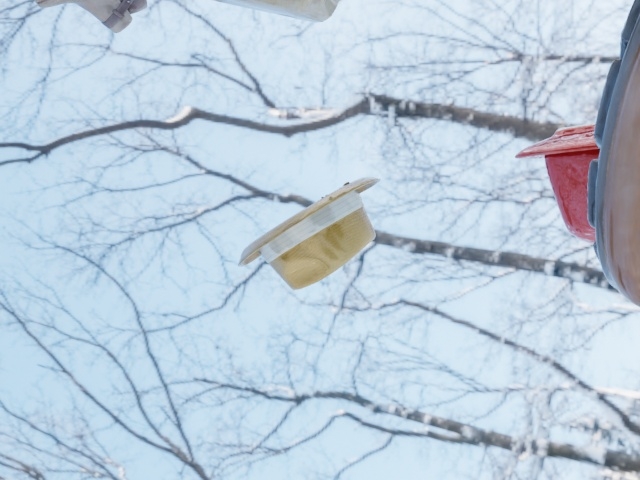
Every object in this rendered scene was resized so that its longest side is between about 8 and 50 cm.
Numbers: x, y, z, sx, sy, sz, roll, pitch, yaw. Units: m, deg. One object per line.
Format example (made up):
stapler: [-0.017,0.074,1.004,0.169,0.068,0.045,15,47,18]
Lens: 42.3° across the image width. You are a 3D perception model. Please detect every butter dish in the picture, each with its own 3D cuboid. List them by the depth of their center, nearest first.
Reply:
butter dish: [0.243,-0.030,0.596,0.160,0.160,0.118,-9,-86,-52]

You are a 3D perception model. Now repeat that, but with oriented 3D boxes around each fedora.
fedora: [0.000,0.000,0.966,0.194,0.194,0.079,-30,-92,-45]

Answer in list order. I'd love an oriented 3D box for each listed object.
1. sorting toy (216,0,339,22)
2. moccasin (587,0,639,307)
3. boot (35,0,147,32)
sorting toy: [-0.039,-0.266,0.493,0.089,0.256,0.257,10,-80,-55]
moccasin: [0.248,-0.125,0.367,0.139,0.147,0.380,5,-63,-54]
boot: [-0.269,-0.286,0.996,0.118,0.042,0.087,-33,-45,-2]
